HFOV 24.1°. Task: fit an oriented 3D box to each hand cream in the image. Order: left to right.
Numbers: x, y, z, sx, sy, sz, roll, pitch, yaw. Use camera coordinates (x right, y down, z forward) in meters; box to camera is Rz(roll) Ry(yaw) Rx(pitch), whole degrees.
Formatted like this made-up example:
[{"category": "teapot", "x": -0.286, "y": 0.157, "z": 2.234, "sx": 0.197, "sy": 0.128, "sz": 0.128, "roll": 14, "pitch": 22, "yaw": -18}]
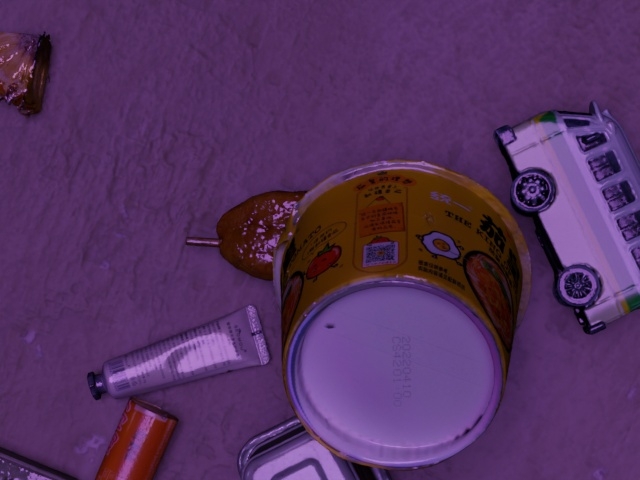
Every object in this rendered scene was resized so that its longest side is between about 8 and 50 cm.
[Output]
[{"category": "hand cream", "x": -0.185, "y": 0.153, "z": 1.938, "sx": 0.234, "sy": 0.050, "sz": 0.080, "roll": -17, "pitch": 81, "yaw": 0}]

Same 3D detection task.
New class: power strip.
[{"category": "power strip", "x": -0.435, "y": 0.305, "z": 1.948, "sx": 0.272, "sy": 0.052, "sz": 0.078, "roll": 21, "pitch": 89, "yaw": 8}]

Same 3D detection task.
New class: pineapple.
[{"category": "pineapple", "x": -0.403, "y": -0.236, "z": 1.970, "sx": 0.116, "sy": 0.069, "sz": 0.137, "roll": -39, "pitch": 82, "yaw": 3}]

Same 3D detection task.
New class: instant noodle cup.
[{"category": "instant noodle cup", "x": 0.089, "y": 0.099, "z": 1.748, "sx": 0.325, "sy": 0.254, "sz": 0.326, "roll": 2, "pitch": 116, "yaw": 5}]

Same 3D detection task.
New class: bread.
[{"category": "bread", "x": -0.001, "y": 0.000, "z": 1.907, "sx": 0.344, "sy": 0.084, "sz": 0.124, "roll": 1, "pitch": 85, "yaw": 7}]

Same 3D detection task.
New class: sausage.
[{"category": "sausage", "x": -0.258, "y": 0.321, "z": 1.918, "sx": 0.071, "sy": 0.071, "sz": 0.234, "roll": 23, "pitch": 88, "yaw": 7}]

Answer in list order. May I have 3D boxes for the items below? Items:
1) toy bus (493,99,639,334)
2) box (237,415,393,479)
[{"category": "toy bus", "x": 0.331, "y": -0.035, "z": 1.851, "sx": 0.164, "sy": 0.133, "sz": 0.276, "roll": -24, "pitch": 86, "yaw": 4}, {"category": "box", "x": 0.019, "y": 0.364, "z": 1.832, "sx": 0.175, "sy": 0.182, "sz": 0.312, "roll": -27, "pitch": 85, "yaw": 4}]
